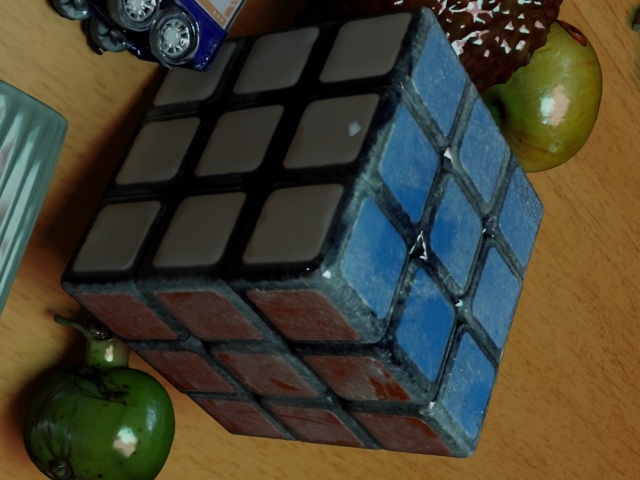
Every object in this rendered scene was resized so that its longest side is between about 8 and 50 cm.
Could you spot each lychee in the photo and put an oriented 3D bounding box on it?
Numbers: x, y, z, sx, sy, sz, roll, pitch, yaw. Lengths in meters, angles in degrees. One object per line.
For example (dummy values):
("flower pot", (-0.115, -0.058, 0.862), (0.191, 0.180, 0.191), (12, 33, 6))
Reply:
("lychee", (0.105, -0.262, 1.175), (0.264, 0.300, 0.264), (-15, 90, -71))

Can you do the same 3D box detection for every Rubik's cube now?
("Rubik's cube", (0.000, 0.000, 1.097), (0.305, 0.304, 0.301), (53, 47, -41))

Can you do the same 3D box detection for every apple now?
("apple", (0.257, -0.178, 1.389), (0.155, 0.182, 0.182), (-20, 120, -36))

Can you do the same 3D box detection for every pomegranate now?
("pomegranate", (-0.214, 0.154, 1.143), (0.131, 0.152, 0.191), (23, 78, -69))

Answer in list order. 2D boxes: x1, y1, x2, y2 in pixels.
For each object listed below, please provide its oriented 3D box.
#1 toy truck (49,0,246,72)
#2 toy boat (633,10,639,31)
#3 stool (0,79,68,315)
("toy truck", (-0.183, -0.275, 1.004), (0.268, 0.124, 0.155), (43, 71, -45))
("toy boat", (0.516, -0.337, 1.597), (0.115, 0.114, 0.262), (27, 91, -12))
("stool", (-0.366, 0.008, 0.855), (0.297, 0.297, 0.330), (26, 87, -44))
